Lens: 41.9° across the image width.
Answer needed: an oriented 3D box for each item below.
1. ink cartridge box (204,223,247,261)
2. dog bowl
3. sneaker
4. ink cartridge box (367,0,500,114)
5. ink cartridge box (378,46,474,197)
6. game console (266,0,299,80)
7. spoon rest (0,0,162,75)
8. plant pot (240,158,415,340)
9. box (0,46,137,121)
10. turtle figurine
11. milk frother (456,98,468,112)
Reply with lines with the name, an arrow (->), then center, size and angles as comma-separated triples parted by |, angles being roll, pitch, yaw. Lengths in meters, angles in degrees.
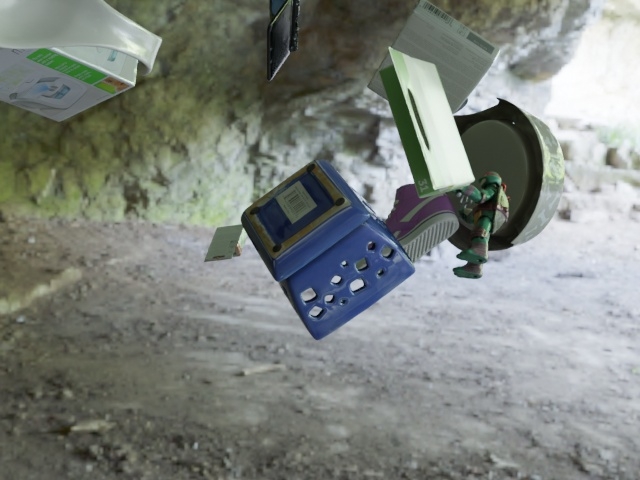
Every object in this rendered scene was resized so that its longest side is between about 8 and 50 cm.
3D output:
ink cartridge box -> -0.189, 0.014, 1.682 | 0.063, 0.029, 0.115 | -7, 36, 16
dog bowl -> 0.390, -0.139, 1.859 | 0.102, 0.348, 0.349 | 3, 6, -35
sneaker -> 0.176, -0.028, 1.906 | 0.282, 0.161, 0.102 | -33, -37, 21
ink cartridge box -> 0.172, -0.266, 1.297 | 0.145, 0.045, 0.179 | 33, -35, -2
ink cartridge box -> 0.119, -0.138, 1.021 | 0.056, 0.171, 0.235 | -18, 0, 23
game console -> -0.069, -0.311, 1.189 | 0.071, 0.107, 0.122 | -26, -22, -16
spoon rest -> -0.306, -0.271, 0.986 | 0.276, 0.137, 0.084 | 18, 1, -38
plant pot -> 0.000, 0.000, 1.549 | 0.236, 0.212, 0.236 | -36, 41, 2
box -> -0.503, -0.343, 1.530 | 0.262, 0.126, 0.231 | -12, -21, 40
turtle figurine -> 0.294, -0.054, 1.570 | 0.118, 0.234, 0.175 | 0, -28, 22
milk frother -> 0.262, -0.372, 1.969 | 0.143, 0.134, 0.129 | -19, -20, -15
